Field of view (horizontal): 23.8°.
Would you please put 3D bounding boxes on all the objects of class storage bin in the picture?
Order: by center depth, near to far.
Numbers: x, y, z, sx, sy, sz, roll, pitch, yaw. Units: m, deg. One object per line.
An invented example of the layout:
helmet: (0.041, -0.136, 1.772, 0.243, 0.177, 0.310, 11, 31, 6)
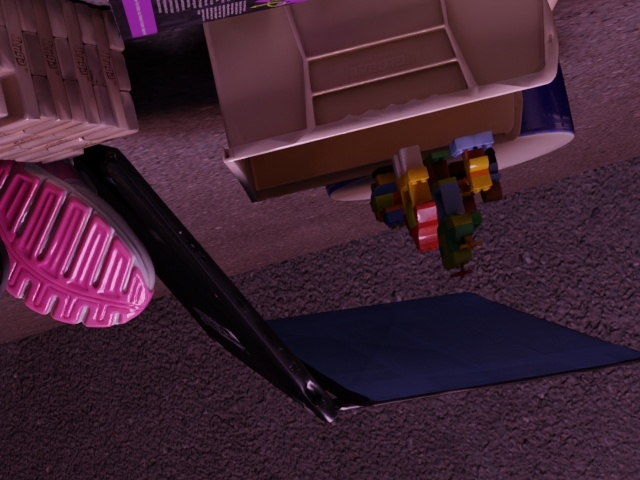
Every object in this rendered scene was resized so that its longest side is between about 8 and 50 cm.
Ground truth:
storage bin: (0.049, -0.131, 1.201, 0.260, 0.123, 0.262, -13, 174, 1)

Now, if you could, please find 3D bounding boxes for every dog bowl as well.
dog bowl: (0.122, -0.123, 1.555, 0.264, 0.104, 0.265, -13, 174, -1)

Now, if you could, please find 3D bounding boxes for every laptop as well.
laptop: (0.000, 0.000, 1.305, 0.236, 0.408, 0.382, -42, -164, -10)

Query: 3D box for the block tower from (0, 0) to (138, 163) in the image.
block tower: (-0.235, -0.106, 0.939, 0.097, 0.091, 0.335, -15, 175, 23)

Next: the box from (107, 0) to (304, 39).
box: (-0.060, -0.173, 1.001, 0.162, 0.029, 0.116, -12, 175, -5)

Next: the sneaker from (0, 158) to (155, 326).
sneaker: (-0.218, -0.039, 1.155, 0.103, 0.252, 0.111, -51, 175, 26)

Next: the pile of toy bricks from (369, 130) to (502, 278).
pile of toy bricks: (0.107, -0.019, 1.285, 0.118, 0.105, 0.212, -13, 175, -7)

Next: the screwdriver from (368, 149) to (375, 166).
screwdriver: (-0.007, -0.104, 1.386, 0.170, 0.025, 0.024, 27, -169, 39)

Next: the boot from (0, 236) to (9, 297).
boot: (-0.329, -0.036, 0.860, 0.096, 0.264, 0.280, -53, 172, 4)
